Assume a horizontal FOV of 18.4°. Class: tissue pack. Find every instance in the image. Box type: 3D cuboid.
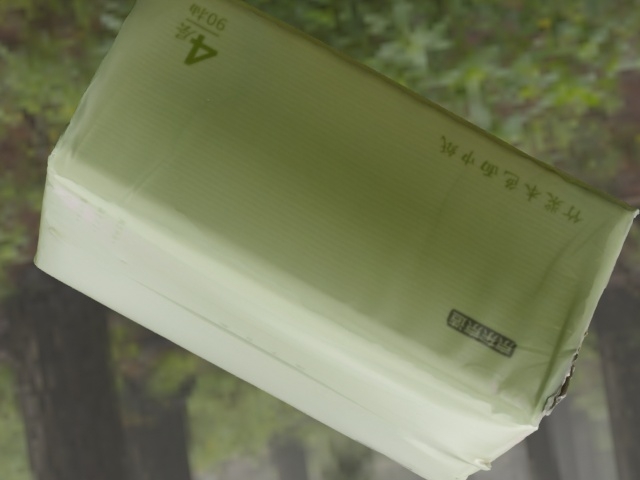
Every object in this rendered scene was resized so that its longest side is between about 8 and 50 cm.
[{"bbox_3d":[0.000,0.000,0.872,0.234,0.125,0.159,28,161,-2],"label":"tissue pack"}]
